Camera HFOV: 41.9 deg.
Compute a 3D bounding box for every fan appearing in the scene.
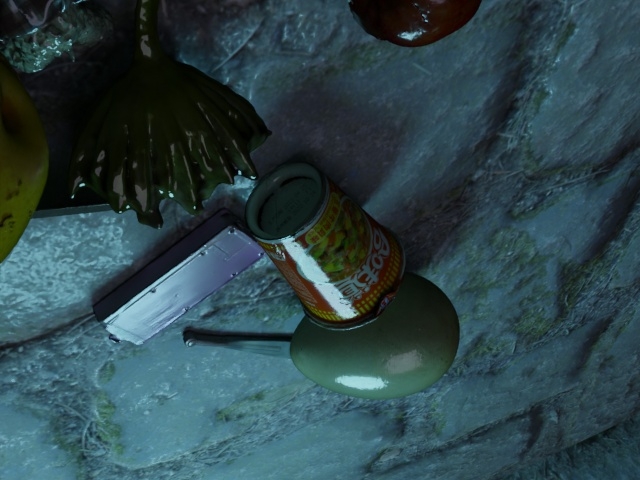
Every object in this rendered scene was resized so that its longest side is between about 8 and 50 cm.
[{"bbox_3d":[-0.129,0.186,1.470,0.282,0.023,0.057,11,137,-43],"label":"fan"}]

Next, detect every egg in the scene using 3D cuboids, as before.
[{"bbox_3d":[0.092,0.165,1.435,0.295,0.218,0.218,-9,143,-4],"label":"egg"}]

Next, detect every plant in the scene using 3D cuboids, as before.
[{"bbox_3d":[-0.189,-0.191,0.904,0.251,0.180,0.333,-26,120,-27],"label":"plant"}]

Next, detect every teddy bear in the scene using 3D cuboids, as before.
[{"bbox_3d":[-0.275,-0.228,0.770,0.133,0.111,0.213,-31,147,-5],"label":"teddy bear"}]

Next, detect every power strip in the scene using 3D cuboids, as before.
[{"bbox_3d":[-0.207,0.060,1.240,0.279,0.037,0.109,-36,144,10],"label":"power strip"}]

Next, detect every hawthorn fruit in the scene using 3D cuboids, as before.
[{"bbox_3d":[0.120,-0.294,0.949,0.172,0.148,0.148,-15,144,-39],"label":"hawthorn fruit"}]

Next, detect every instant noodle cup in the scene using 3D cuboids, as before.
[{"bbox_3d":[0.000,0.000,1.205,0.193,0.193,0.212,-35,137,7],"label":"instant noodle cup"}]

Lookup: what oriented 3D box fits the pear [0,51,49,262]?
[{"bbox_3d":[-0.413,-0.063,0.734,0.336,0.285,0.285,-19,144,-11],"label":"pear"}]

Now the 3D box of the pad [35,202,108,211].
[{"bbox_3d":[-0.316,-0.033,0.988,0.235,0.003,0.158,-7,-179,-28],"label":"pad"}]
